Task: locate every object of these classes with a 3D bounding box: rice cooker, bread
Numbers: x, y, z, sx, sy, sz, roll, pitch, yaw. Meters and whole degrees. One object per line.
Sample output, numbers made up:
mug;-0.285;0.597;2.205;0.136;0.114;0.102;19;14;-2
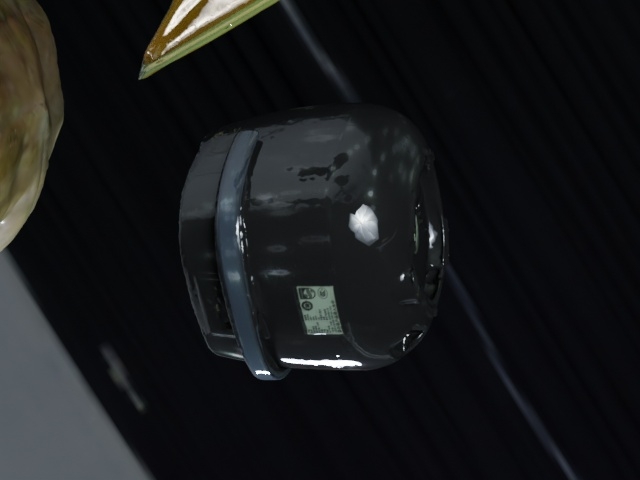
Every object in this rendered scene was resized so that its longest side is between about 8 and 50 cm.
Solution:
rice cooker;0.000;0.000;1.534;0.224;0.267;0.267;-1;-166;15
bread;-0.055;-0.153;1.069;0.139;0.084;0.074;-64;-172;-9

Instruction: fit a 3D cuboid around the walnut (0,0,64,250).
walnut;-0.278;-0.081;1.008;0.248;0.248;0.248;-32;-175;3
